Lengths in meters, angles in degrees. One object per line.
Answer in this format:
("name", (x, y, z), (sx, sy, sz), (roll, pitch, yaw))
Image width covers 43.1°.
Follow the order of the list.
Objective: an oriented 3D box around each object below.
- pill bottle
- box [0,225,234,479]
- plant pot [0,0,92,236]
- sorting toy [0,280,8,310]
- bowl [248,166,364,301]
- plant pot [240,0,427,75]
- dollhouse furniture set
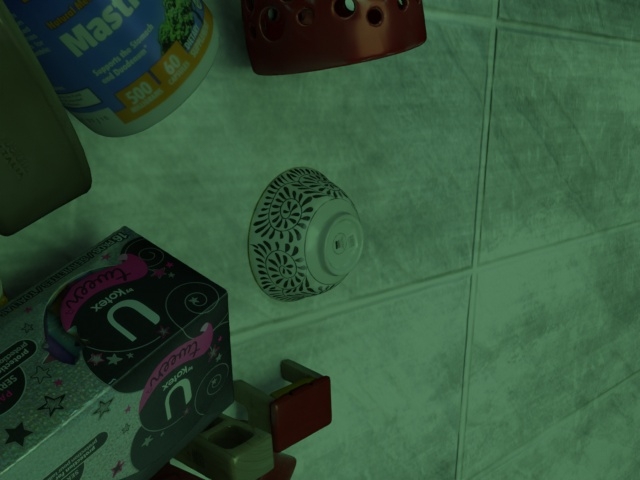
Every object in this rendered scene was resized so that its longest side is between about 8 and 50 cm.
("pill bottle", (-0.213, -0.219, 0.630), (0.272, 0.152, 0.152), (47, 64, -45))
("box", (-0.206, 0.132, 0.697), (0.247, 0.142, 0.163), (-40, 148, -37))
("plant pot", (-0.334, -0.084, 0.439), (0.280, 0.323, 0.323), (-38, 128, -17))
("sorting toy", (-0.294, 0.083, 0.705), (0.083, 0.045, 0.075), (-45, 149, -33))
("bowl", (0.000, 0.000, 0.985), (0.170, 0.080, 0.170), (-16, 112, -46))
("plant pot", (0.007, -0.274, 0.842), (0.191, 0.191, 0.174), (-28, 117, -42))
("dollhouse furniture set", (-0.105, 0.295, 0.879), (0.374, 0.152, 0.201), (-17, 112, -46))
